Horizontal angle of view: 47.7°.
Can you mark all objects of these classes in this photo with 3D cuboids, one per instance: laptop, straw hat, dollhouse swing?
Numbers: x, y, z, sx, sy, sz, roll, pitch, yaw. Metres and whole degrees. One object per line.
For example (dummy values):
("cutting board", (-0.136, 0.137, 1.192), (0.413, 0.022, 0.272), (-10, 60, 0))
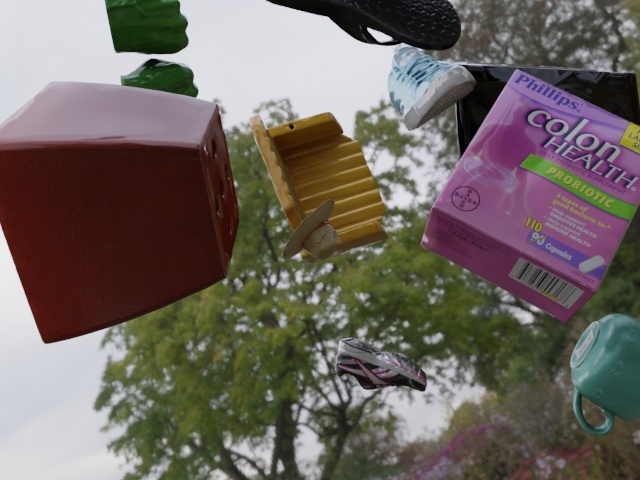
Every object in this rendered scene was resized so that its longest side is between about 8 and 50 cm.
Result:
("laptop", (0.454, -0.264, 1.571), (0.381, 0.408, 0.236), (2, -18, -3))
("straw hat", (0.000, 0.000, 1.296), (0.144, 0.061, 0.144), (-47, -14, -16))
("dollhouse swing", (0.008, -0.165, 1.774), (0.314, 0.347, 0.305), (-18, -15, -13))

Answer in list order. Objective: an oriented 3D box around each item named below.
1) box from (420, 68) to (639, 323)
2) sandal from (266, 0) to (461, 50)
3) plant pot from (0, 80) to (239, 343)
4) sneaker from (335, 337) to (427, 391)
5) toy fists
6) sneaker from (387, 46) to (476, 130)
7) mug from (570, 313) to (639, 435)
("box", (0.283, -0.059, 0.930), (0.243, 0.213, 0.117), (-56, -13, -21))
("sandal", (0.078, -0.497, 1.520), (0.445, 0.168, 0.107), (18, -24, 0))
("plant pot", (-0.240, -0.056, 0.940), (0.235, 0.267, 0.267), (-6, -62, 4))
("sneaker", (0.109, 0.244, 1.332), (0.072, 0.178, 0.077), (-14, -55, -73))
("toy fists", (-0.312, -0.344, 1.372), (0.142, 0.096, 0.279), (-9, -64, -10))
("sneaker", (0.185, -0.303, 1.394), (0.135, 0.150, 0.366), (-35, 4, -3))
("mug", (0.399, 0.177, 0.989), (0.158, 0.097, 0.129), (-58, -8, -23))
